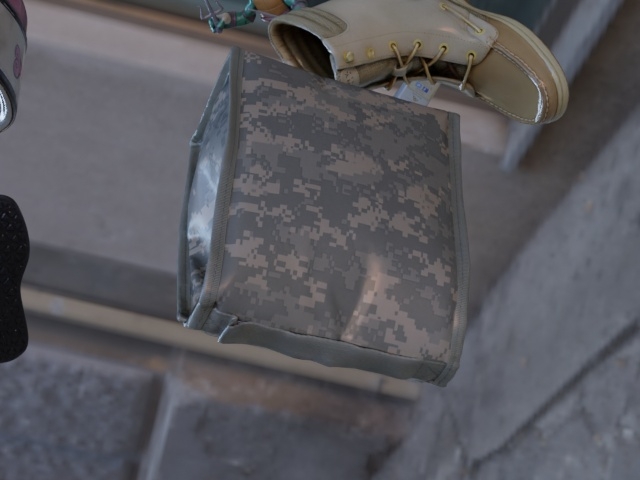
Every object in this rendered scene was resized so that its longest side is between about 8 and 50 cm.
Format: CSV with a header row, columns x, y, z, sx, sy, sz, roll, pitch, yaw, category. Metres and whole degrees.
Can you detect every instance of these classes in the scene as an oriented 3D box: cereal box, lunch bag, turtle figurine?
x,y,z,sx,sy,sz,roll,pitch,yaw,category
0.091,-0.144,2.050,0.240,0.047,0.173,-57,3,-36,cereal box
0.000,0.000,1.270,0.169,0.235,0.287,119,160,-44,lunch bag
-0.066,-0.338,2.167,0.175,0.234,0.118,3,56,46,turtle figurine

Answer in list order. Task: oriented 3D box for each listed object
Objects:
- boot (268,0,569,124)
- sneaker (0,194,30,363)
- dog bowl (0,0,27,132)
x,y,z,sx,sy,sz,roll,pitch,yaw,category
0.096,-0.175,1.432,0.203,0.262,0.095,-28,-32,-35,boot
-0.412,0.043,1.769,0.097,0.084,0.234,41,132,49,sneaker
-0.589,-0.306,1.983,0.408,0.408,0.150,117,171,-68,dog bowl
